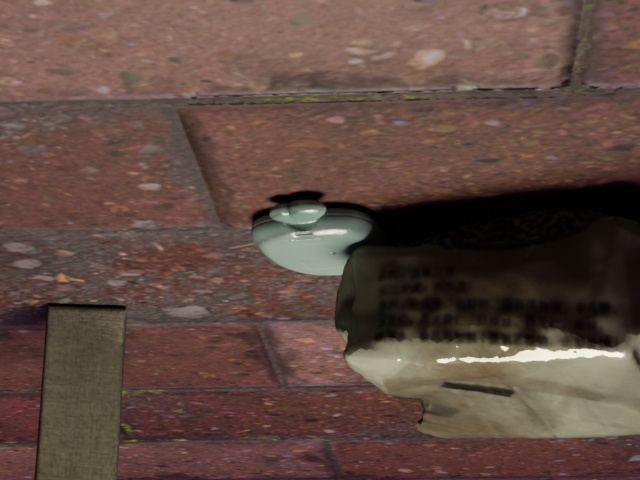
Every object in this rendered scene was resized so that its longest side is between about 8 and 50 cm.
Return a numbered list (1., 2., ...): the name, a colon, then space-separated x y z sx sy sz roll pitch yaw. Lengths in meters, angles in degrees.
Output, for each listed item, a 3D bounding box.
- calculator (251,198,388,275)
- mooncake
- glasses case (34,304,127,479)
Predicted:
1. calculator: 0.000 0.000 1.303 0.095 0.021 0.153 -5 164 14
2. mooncake: 0.161 0.067 1.322 0.254 0.136 0.250 -3 160 23
3. glasses case: -0.206 0.159 1.494 0.070 0.205 0.047 2 162 -4
